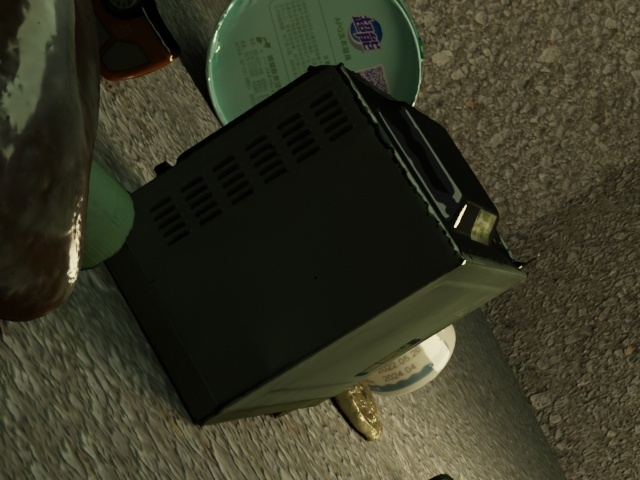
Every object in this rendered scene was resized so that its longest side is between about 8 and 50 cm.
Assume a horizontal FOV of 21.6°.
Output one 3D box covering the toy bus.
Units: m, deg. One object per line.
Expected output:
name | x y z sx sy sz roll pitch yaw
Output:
toy bus | -0.280 -0.343 1.699 0.409 0.092 0.093 57 10 -11

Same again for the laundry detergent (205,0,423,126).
laundry detergent | 0.000 -0.247 2.346 0.287 0.287 0.305 57 8 -6

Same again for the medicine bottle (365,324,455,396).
medicine bottle | 0.053 0.068 2.024 0.237 0.139 0.139 53 10 -34

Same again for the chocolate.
chocolate | -0.183 -0.086 1.022 0.157 0.080 0.254 39 46 -56

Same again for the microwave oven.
microwave oven | 0.000 0.000 1.471 0.218 0.286 0.355 59 12 11

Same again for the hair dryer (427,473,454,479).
hair dryer | 0.124 0.312 1.871 0.100 0.057 0.198 59 13 18

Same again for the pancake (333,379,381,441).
pancake | 0.032 0.167 1.926 0.151 0.025 0.151 56 7 -11

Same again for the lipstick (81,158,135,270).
lipstick | -0.225 -0.078 1.115 0.304 0.076 0.076 49 12 -51
